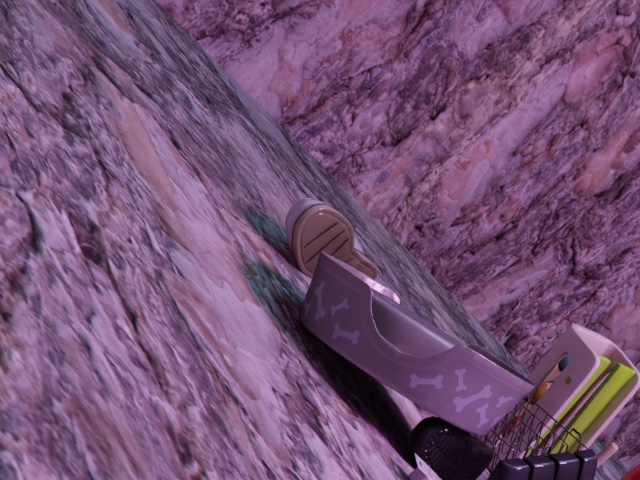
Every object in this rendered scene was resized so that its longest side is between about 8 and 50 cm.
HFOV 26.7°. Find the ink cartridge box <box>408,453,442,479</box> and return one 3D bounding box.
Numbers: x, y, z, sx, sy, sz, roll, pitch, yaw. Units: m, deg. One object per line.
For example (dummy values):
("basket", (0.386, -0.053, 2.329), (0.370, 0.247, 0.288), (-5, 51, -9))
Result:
("ink cartridge box", (0.139, 0.313, 1.704), (0.083, 0.028, 0.048), (47, 8, -10))

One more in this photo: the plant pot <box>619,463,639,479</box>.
("plant pot", (0.570, 0.473, 1.952), (0.243, 0.275, 0.275), (30, 17, -36))

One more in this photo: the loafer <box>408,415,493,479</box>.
("loafer", (0.166, 0.284, 1.865), (0.078, 0.080, 0.220), (39, -1, 31))

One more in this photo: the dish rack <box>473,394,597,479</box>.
("dish rack", (0.287, 0.302, 2.111), (0.208, 0.074, 0.271), (1, 26, -34))

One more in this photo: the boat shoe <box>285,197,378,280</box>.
("boat shoe", (0.000, 0.000, 2.238), (0.103, 0.113, 0.302), (51, -2, 29))

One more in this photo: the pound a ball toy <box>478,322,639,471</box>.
("pound a ball toy", (0.405, 0.308, 2.292), (0.208, 0.319, 0.135), (23, 22, -35))

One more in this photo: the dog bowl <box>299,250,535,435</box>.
("dog bowl", (0.123, 0.147, 1.871), (0.349, 0.102, 0.349), (32, 1, 0))
